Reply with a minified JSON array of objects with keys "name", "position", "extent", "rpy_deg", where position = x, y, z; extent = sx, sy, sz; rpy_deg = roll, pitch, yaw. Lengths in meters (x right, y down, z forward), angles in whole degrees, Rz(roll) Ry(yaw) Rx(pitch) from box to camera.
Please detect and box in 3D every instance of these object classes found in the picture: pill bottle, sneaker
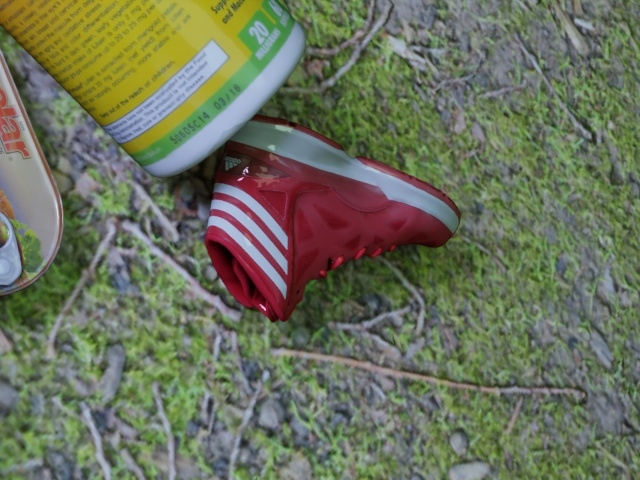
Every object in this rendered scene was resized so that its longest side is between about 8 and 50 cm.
[{"name":"pill bottle","position":[-0.136,-0.168,0.904],"extent":[0.245,0.136,0.136],"rpy_deg":[46,52,-18]},{"name":"sneaker","position":[0.000,0.000,1.018],"extent":[0.221,0.087,0.128],"rpy_deg":[22,87,-40]}]

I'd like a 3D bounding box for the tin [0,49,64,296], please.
[{"name":"tin","position":[-0.221,-0.054,0.868],"extent":[0.106,0.040,0.189],"rpy_deg":[-22,90,-37]}]
